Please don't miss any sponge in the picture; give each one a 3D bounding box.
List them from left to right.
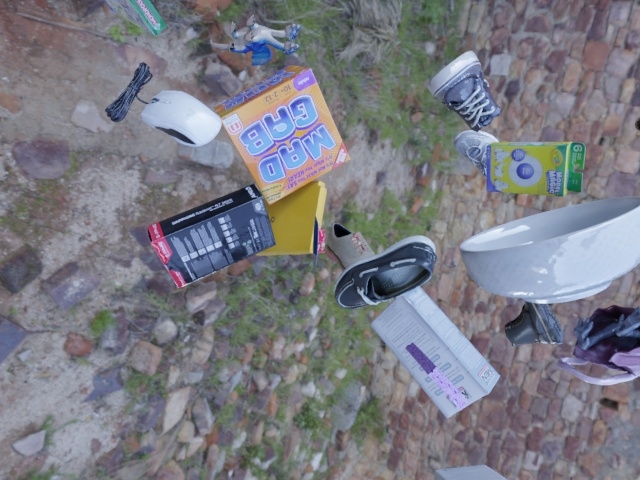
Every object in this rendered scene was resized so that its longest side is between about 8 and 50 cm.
[{"bbox_3d":[0.288,0.335,1.064,0.031,0.117,0.210,-43,-176,-1],"label":"sponge"}]

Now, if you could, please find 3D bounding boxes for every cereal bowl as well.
[{"bbox_3d":[0.456,0.031,0.824,0.339,0.338,0.141,-22,95,-61],"label":"cereal bowl"}]

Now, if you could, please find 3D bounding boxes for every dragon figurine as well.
[{"bbox_3d":[-0.193,-0.575,1.234,0.144,0.288,0.085,8,82,-53],"label":"dragon figurine"}]

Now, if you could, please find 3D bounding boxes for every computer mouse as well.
[{"bbox_3d":[-0.229,-0.199,0.619,0.106,0.192,0.042,-58,159,-18],"label":"computer mouse"}]

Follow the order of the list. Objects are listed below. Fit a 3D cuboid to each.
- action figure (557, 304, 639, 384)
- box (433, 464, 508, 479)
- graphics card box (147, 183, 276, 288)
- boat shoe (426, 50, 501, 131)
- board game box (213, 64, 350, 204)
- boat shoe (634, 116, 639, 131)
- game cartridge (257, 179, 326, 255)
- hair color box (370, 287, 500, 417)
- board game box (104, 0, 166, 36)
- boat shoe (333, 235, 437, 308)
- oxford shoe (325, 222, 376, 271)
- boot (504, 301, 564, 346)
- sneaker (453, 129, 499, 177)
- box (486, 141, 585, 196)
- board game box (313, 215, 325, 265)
[{"bbox_3d":[0.823,0.292,0.994,0.276,0.369,0.248,-61,-168,5],"label":"action figure"},{"bbox_3d":[0.251,0.435,0.681,0.087,0.101,0.101,139,-51,-77],"label":"box"},{"bbox_3d":[-0.347,-0.014,1.394,0.370,0.094,0.233,-24,136,-13],"label":"graphics card box"},{"bbox_3d":[0.376,-0.356,1.041,0.158,0.127,0.340,56,33,2],"label":"boat shoe"},{"bbox_3d":[-0.160,-0.420,1.622,0.356,0.356,0.357,-30,119,-3],"label":"board game box"},{"bbox_3d":[1.077,-0.351,1.237,0.341,0.110,0.122,-54,144,-80],"label":"boat shoe"},{"bbox_3d":[-0.122,-0.082,1.653,0.052,0.323,0.286,25,69,-47],"label":"game cartridge"},{"bbox_3d":[0.355,0.346,1.339,0.113,0.375,0.185,-19,153,-48],"label":"hair color box"},{"bbox_3d":[-0.520,-0.649,0.974,0.046,0.213,0.317,-51,156,-8],"label":"board game box"},{"bbox_3d":[0.135,0.095,0.979,0.302,0.114,0.091,-42,-159,38],"label":"boat shoe"},{"bbox_3d":[0.123,0.042,1.485,0.122,0.348,0.130,-13,118,-31],"label":"oxford shoe"},{"bbox_3d":[0.537,0.202,1.119,0.076,0.137,0.198,-35,99,-47],"label":"boot"},{"bbox_3d":[0.572,-0.269,1.412,0.115,0.281,0.105,-59,-179,-41],"label":"sneaker"},{"bbox_3d":[0.437,-0.148,0.863,0.043,0.179,0.105,-31,120,-43],"label":"box"},{"bbox_3d":[0.000,0.000,1.316,0.169,0.033,0.133,-106,-161,-70],"label":"board game box"}]
